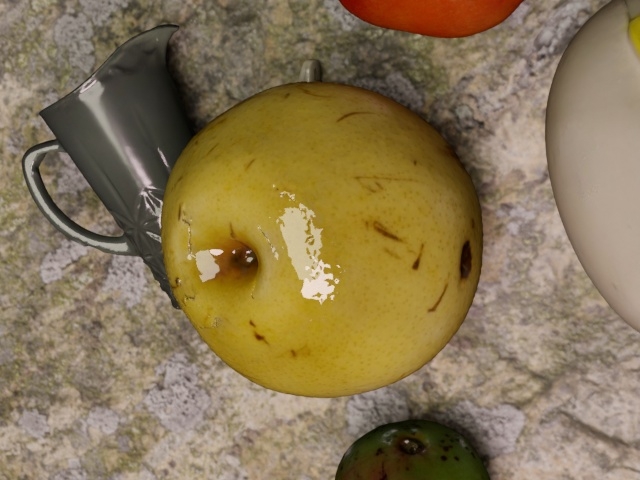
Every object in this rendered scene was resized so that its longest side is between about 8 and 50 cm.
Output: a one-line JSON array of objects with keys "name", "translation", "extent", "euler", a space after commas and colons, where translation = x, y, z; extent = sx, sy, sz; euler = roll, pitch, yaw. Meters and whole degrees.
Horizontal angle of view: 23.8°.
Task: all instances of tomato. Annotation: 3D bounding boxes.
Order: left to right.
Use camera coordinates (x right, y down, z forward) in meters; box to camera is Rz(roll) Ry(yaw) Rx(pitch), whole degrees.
[{"name": "tomato", "translation": [0.117, -0.332, 1.555], "extent": [0.259, 0.180, 0.260], "euler": [4, 103, 17]}]

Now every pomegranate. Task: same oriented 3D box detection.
[{"name": "pomegranate", "translation": [0.107, 0.314, 1.722], "extent": [0.181, 0.181, 0.224], "euler": [5, 119, 19]}]

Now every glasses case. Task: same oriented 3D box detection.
[{"name": "glasses case", "translation": [-0.014, -0.164, 1.722], "extent": [0.021, 0.032, 0.083], "euler": [13, 106, 22]}]

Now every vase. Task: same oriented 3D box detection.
[{"name": "vase", "translation": [-0.204, -0.067, 1.759], "extent": [0.251, 0.156, 0.301], "euler": [-27, 99, 11]}]

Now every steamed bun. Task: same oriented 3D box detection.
[{"name": "steamed bun", "translation": [0.372, -0.070, 1.442], "extent": [0.334, 0.334, 0.374], "euler": [-23, 94, 24]}]

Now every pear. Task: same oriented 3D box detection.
[{"name": "pear", "translation": [0.000, 0.000, 1.599], "extent": [0.348, 0.348, 0.348], "euler": [5, 104, 19]}]
